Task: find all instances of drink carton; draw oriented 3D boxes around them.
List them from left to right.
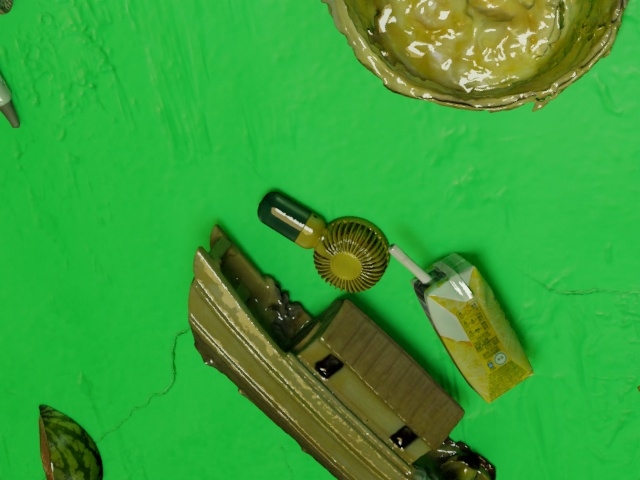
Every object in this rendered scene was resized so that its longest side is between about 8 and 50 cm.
[{"bbox_3d":[0.147,0.070,1.647,0.074,0.084,0.200,-31,109,-3],"label":"drink carton"}]

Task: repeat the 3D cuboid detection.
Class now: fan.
[{"bbox_3d":[0.000,0.000,1.679,0.155,0.039,0.082,30,124,-1],"label":"fan"}]

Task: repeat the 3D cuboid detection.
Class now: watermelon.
[{"bbox_3d":[-0.305,0.287,1.942,0.069,0.087,0.163,-13,124,-18],"label":"watermelon"}]

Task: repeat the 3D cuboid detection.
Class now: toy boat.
[{"bbox_3d":[0.023,0.160,1.712,0.445,0.136,0.162,42,118,-8],"label":"toy boat"}]

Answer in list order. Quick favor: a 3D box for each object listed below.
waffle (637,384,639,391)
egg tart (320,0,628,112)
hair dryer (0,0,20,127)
[{"bbox_3d":[0.531,0.135,1.566,0.382,0.095,0.379,25,125,5],"label":"waffle"},{"bbox_3d":[0.140,-0.241,1.439,0.315,0.120,0.315,4,122,7],"label":"egg tart"},{"bbox_3d":[-0.386,-0.192,1.690,0.155,0.044,0.183,-2,121,21],"label":"hair dryer"}]
